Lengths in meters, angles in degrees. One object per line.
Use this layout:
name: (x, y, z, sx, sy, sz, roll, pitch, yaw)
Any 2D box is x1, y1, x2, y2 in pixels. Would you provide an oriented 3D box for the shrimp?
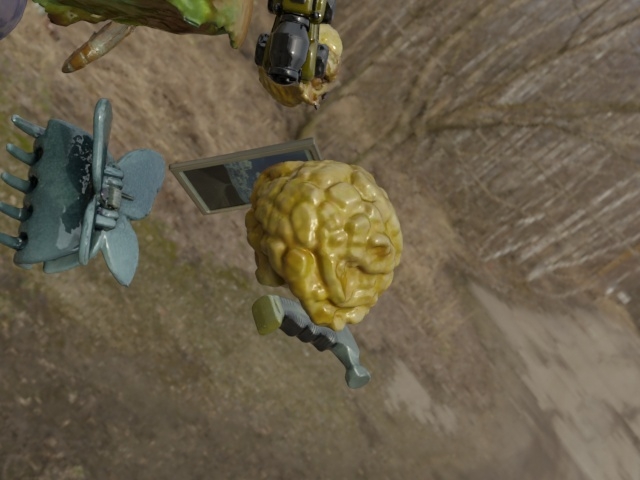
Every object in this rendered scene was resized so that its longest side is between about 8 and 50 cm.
shrimp: (-0.385, -0.359, 1.580, 0.042, 0.190, 0.101, 55, -15, -24)

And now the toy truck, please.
toy truck: (-0.051, -0.424, 1.783, 0.147, 0.224, 0.165, 12, 13, 2)

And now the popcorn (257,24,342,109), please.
popcorn: (-0.043, -0.429, 2.127, 0.253, 0.190, 0.191, 14, -42, 51)

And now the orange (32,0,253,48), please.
orange: (-0.199, -0.291, 0.816, 0.334, 0.196, 0.262, 33, 0, -40)

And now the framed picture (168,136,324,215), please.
framed picture: (-0.115, -0.112, 1.572, 0.189, 0.259, 0.023, 65, 18, -64)

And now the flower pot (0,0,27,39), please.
flower pot: (-0.511, -0.369, 1.135, 0.265, 0.265, 0.243, 47, -4, -16)

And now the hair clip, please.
hair clip: (-0.500, -0.086, 1.792, 0.392, 0.238, 0.318, 58, 38, -76)

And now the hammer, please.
hammer: (-0.019, 0.127, 1.306, 0.226, 0.041, 0.159, 28, 28, -50)

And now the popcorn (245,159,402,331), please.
popcorn: (0.000, 0.000, 0.895, 0.180, 0.170, 0.180, -19, 90, -73)
